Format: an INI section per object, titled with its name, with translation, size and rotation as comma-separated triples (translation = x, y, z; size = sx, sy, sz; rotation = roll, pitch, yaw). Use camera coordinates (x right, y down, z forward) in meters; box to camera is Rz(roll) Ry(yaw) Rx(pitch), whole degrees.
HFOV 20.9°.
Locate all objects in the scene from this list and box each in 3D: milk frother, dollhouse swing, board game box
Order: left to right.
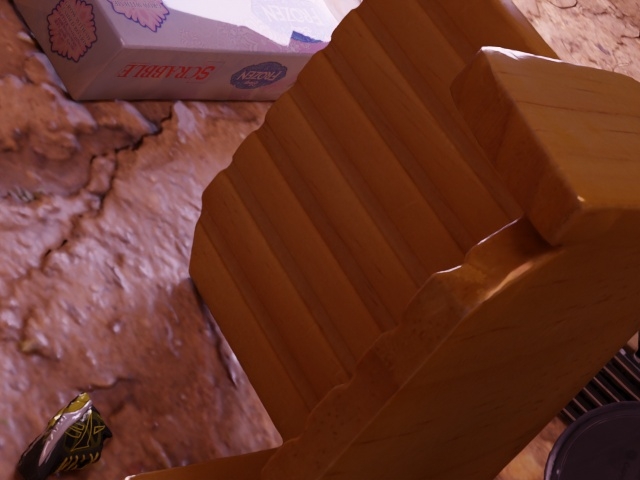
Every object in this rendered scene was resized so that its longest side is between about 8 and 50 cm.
[board game box]
translation = -0.151, -0.252, 1.384
size = 0.319, 0.066, 0.318
rotation = -8, 61, -57
[dollhouse swing]
translation = 0.000, 0.000, 0.995
size = 0.305, 0.347, 0.315
rotation = 51, 25, 22
[milk frother]
translation = 0.178, 0.174, 0.864
size = 0.143, 0.129, 0.135
rotation = 20, -21, 26

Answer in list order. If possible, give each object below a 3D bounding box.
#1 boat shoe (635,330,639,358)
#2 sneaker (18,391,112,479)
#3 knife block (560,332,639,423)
[boat shoe]
translation = 0.339, 0.125, 1.575
size = 0.095, 0.112, 0.335
rotation = -24, 68, -42
[sneaker]
translation = -0.140, 0.116, 0.982
size = 0.035, 0.031, 0.083
rotation = 46, 28, -7
[knife block]
translation = 0.211, 0.056, 1.486
size = 0.242, 0.088, 0.275
rotation = 9, 47, -51
